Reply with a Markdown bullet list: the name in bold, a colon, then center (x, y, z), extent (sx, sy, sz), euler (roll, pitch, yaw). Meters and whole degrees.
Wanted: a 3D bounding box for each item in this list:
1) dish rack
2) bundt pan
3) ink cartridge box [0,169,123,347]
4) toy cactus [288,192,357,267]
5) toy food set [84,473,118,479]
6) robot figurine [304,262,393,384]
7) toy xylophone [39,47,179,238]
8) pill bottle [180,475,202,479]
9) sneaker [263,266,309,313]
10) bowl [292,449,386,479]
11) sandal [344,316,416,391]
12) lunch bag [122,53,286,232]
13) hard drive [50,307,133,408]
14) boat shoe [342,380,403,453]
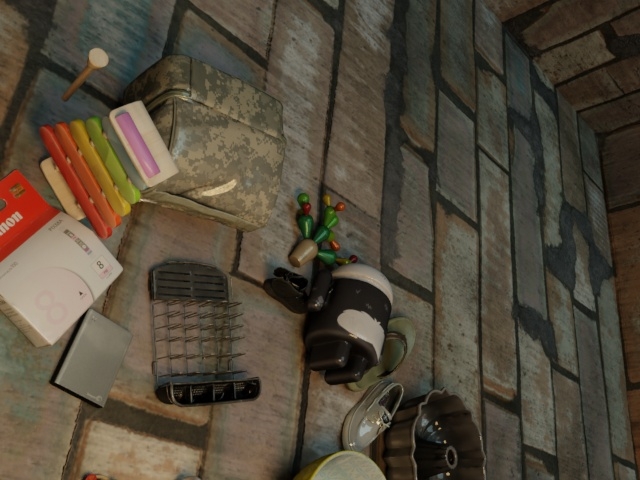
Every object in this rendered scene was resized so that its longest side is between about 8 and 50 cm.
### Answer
- **dish rack**: center (-0.219, 0.169, 1.267), extent (0.208, 0.074, 0.272), euler (10, 68, -49)
- **bundt pan**: center (0.270, 0.532, 1.664), extent (0.330, 0.124, 0.331), euler (22, 59, -43)
- **ink cartridge box**: center (-0.447, 0.023, 1.070), extent (0.232, 0.066, 0.189), euler (58, 41, -23)
- **toy cactus**: center (0.000, 0.000, 1.585), extent (0.180, 0.112, 0.219), euler (-46, 120, -37)
- **toy food set**: center (-0.349, 0.406, 1.061), extent (0.083, 0.020, 0.083), euler (18, 63, -45)
- **robot figurine**: center (0.063, 0.181, 1.523), extent (0.209, 0.173, 0.278), euler (89, 16, -51)
- **toy xylophone**: center (-0.341, -0.143, 1.053), extent (0.081, 0.322, 0.236), euler (-36, 96, -38)
- **pill bottle**: center (-0.187, 0.481, 1.171), extent (0.160, 0.087, 0.087), euler (49, 44, -27)
- **sneaker**: center (-0.054, 0.109, 1.472), extent (0.170, 0.089, 0.051), euler (34, 52, -37)
- **bowl**: center (0.004, 0.557, 1.313), extent (0.289, 0.156, 0.290), euler (22, 59, -43)
- **sandal**: center (0.162, 0.280, 1.663), extent (0.302, 0.086, 0.120), euler (-30, 99, -51)
- **lunch bag**: center (-0.220, -0.163, 1.280), extent (0.305, 0.212, 0.256), euler (20, 55, -46)
- **hard drive**: center (-0.371, 0.193, 1.117), extent (0.094, 0.022, 0.135), euler (41, 48, -33)
- **boat shoe**: center (0.126, 0.402, 1.577), extent (0.079, 0.081, 0.227), euler (60, 40, -15)
